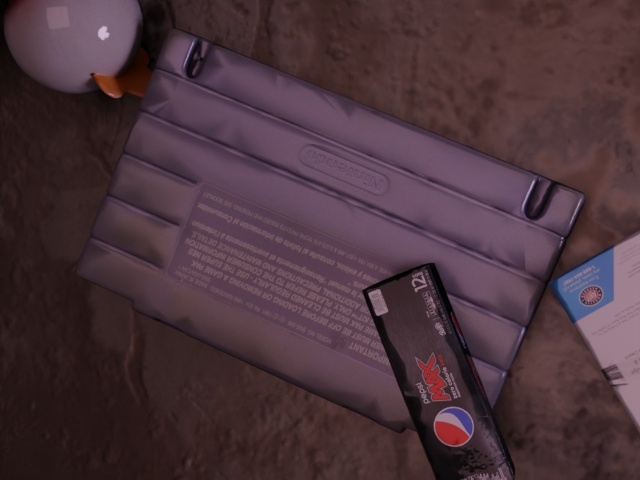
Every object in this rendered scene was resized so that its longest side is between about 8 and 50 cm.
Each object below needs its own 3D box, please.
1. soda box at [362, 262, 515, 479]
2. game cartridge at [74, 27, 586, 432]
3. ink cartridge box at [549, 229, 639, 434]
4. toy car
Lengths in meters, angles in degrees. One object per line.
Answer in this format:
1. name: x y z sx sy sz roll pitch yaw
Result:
1. soda box: 0.087 0.103 0.780 0.053 0.060 0.169 -21 86 10
2. game cartridge: 0.000 0.000 0.855 0.355 0.068 0.230 24 100 10
3. ink cartridge box: 0.260 0.082 0.785 0.104 0.060 0.180 -31 81 13
4. toy car: -0.221 -0.209 0.893 0.219 0.210 0.238 -37 108 25
